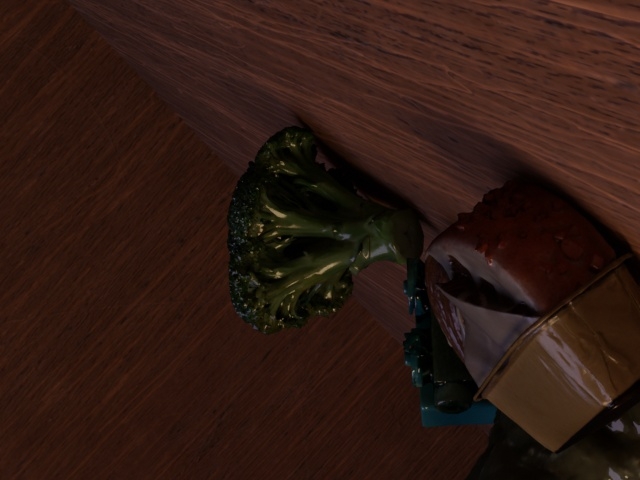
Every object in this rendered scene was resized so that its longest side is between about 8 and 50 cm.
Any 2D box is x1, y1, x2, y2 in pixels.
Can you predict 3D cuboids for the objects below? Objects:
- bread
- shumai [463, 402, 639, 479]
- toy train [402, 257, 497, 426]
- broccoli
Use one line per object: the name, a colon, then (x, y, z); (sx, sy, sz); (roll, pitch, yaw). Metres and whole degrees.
bread: (0.186, 0.058, 1.076); (0.212, 0.142, 0.224); (54, 161, 16)
shumai: (0.268, 0.281, 1.258); (0.324, 0.323, 0.397); (47, 172, -16)
toy train: (0.151, 0.108, 1.447); (0.112, 0.203, 0.163); (-1, 152, 5)
broccoli: (0.000, 0.000, 1.619); (0.254, 0.269, 0.269); (41, 177, -43)
